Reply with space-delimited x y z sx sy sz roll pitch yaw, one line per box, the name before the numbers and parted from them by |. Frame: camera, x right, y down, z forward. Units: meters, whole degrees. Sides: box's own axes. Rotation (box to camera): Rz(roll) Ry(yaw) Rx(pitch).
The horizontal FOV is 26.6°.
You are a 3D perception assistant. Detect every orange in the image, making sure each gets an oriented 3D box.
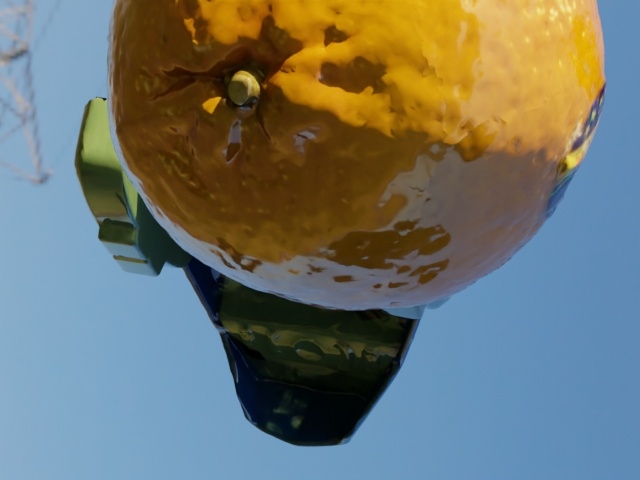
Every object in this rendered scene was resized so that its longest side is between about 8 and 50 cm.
orange | 0.011 -0.059 0.477 0.177 0.177 0.155 -39 -167 44

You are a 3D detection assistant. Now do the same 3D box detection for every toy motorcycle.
toy motorcycle | 0.000 0.000 0.758 0.191 0.326 0.200 9 -114 14
